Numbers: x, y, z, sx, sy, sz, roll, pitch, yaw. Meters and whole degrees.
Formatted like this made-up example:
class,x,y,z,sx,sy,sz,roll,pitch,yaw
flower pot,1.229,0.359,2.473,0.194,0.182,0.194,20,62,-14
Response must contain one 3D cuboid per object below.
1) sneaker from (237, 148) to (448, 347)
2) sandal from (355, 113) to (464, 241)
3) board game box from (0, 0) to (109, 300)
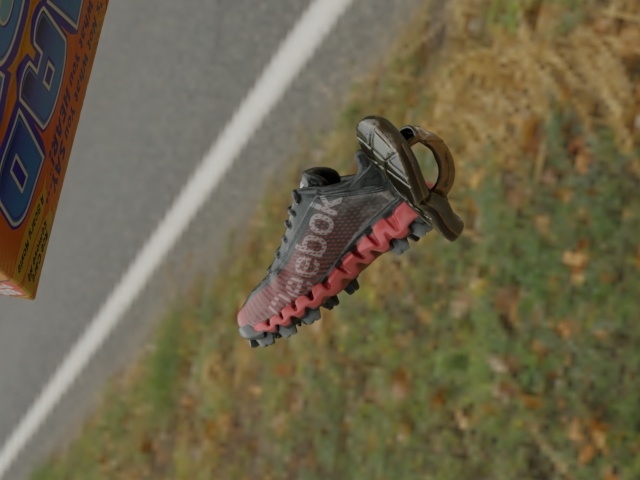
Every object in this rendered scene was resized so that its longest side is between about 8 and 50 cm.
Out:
class,x,y,z,sx,sy,sz,roll,pitch,yaw
sneaker,0.000,0.000,1.888,0.276,0.135,0.097,-41,-1,20
sandal,0.094,-0.064,1.607,0.060,0.219,0.090,-44,57,0
board game box,-0.406,-0.189,1.441,0.356,0.356,0.356,64,-144,-72
